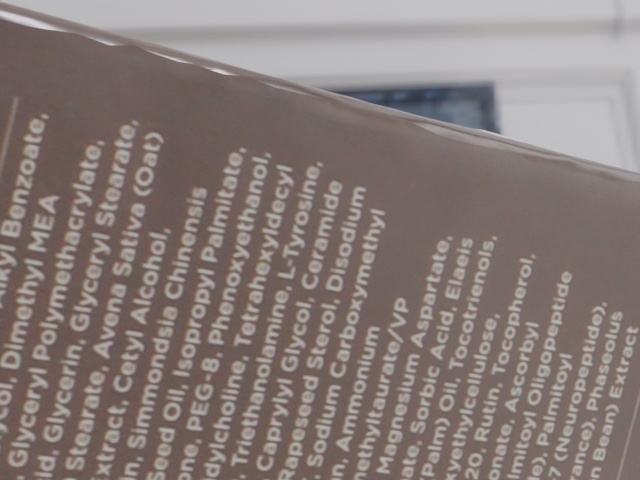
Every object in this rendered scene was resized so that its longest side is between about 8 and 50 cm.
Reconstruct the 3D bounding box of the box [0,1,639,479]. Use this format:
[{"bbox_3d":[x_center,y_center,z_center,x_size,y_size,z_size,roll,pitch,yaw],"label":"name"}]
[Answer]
[{"bbox_3d":[-0.035,0.018,0.477,0.191,0.381,0.143,20,-82,56],"label":"box"}]
